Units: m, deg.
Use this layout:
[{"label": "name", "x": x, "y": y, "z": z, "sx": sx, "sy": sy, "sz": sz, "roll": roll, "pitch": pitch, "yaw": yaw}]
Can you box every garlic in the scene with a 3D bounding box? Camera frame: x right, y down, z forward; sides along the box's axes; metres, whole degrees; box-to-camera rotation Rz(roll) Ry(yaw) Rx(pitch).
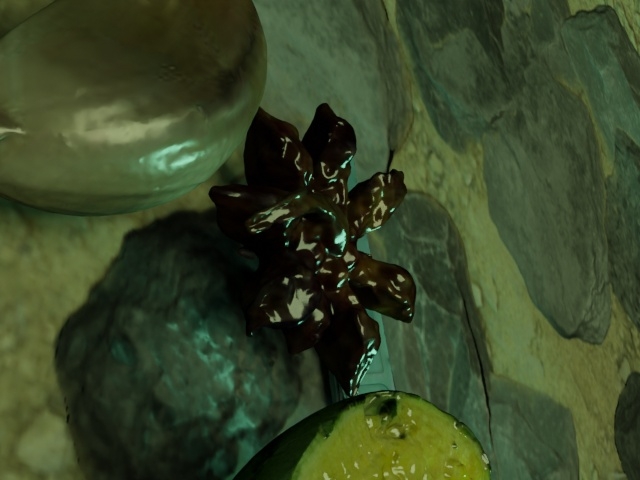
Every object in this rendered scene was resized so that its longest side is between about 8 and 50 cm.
[{"label": "garlic", "x": -0.084, "y": -0.066, "z": 0.448, "sx": 0.101, "sy": 0.087, "sz": 0.195, "roll": 46, "pitch": 45, "yaw": -13}]

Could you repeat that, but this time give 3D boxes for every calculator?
[{"label": "calculator", "x": 0.016, "y": 0.028, "z": 0.592, "sx": 0.057, "sy": 0.018, "sz": 0.172, "roll": 5, "pitch": 72, "yaw": -53}]

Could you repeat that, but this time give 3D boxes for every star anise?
[{"label": "star anise", "x": 0.000, "y": 0.000, "z": 0.531, "sx": 0.168, "sy": 0.057, "sz": 0.167, "roll": 23, "pitch": 61, "yaw": -52}]

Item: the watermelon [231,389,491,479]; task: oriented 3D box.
[{"label": "watermelon", "x": 0.007, "y": 0.183, "z": 0.421, "sx": 0.204, "sy": 0.127, "sz": 0.232, "roll": 51, "pitch": 39, "yaw": -28}]
